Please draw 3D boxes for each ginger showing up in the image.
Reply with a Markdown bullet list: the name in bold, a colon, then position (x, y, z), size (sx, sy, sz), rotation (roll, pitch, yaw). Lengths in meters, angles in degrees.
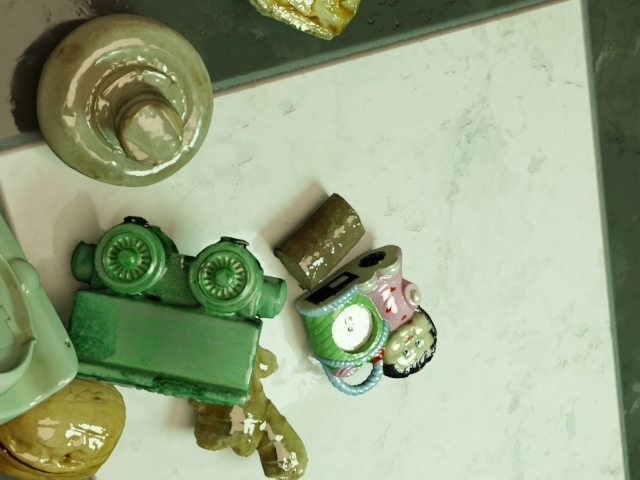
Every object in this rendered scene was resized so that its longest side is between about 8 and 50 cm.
- **ginger**: position (-0.117, 0.194, 1.189), size (0.148, 0.081, 0.333), rotation (-14, 97, -12)

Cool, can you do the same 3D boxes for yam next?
- **yam**: position (0.002, 0.002, 1.222), size (0.127, 0.084, 0.084), rotation (-43, 119, -13)

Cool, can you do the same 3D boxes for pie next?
- **pie**: position (-0.019, -0.363, 1.126), size (0.205, 0.084, 0.179), rotation (12, 95, -34)

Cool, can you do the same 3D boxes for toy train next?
- **toy train**: position (-0.180, 0.082, 1.049), size (0.266, 0.145, 0.202), rotation (12, 87, -1)

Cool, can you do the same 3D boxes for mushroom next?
- **mushroom**: position (-0.223, -0.163, 0.987), size (0.206, 0.209, 0.206), rotation (1, 86, -9)

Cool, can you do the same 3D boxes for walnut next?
- **walnut**: position (-0.326, 0.224, 1.036), size (0.180, 0.144, 0.144), rotation (20, 90, -42)

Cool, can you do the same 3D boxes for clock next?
- **clock**: position (-0.385, 0.065, 0.831), size (0.108, 0.324, 0.265), rotation (-30, 87, 8)
- **clock**: position (0.076, 0.131, 1.285), size (0.194, 0.100, 0.195), rotation (-34, 113, -17)
